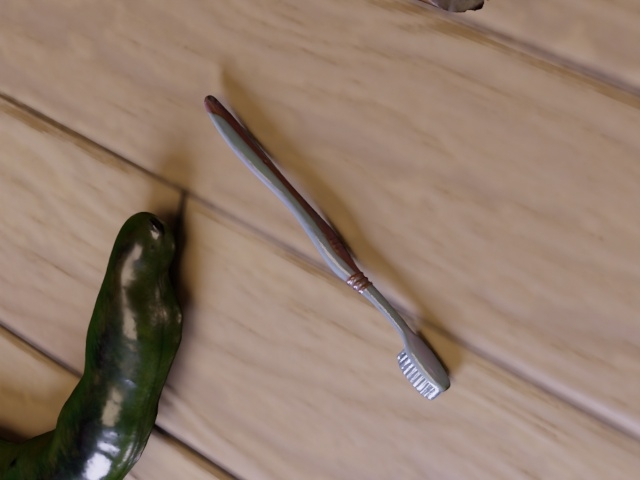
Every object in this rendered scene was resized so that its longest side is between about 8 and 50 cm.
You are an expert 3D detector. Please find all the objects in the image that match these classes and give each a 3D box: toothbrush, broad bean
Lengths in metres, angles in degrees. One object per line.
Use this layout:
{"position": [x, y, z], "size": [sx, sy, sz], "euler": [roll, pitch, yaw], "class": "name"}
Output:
{"position": [0.000, 0.000, 0.675], "size": [0.193, 0.013, 0.019], "euler": [52, 136, 14], "class": "toothbrush"}
{"position": [-0.162, 0.095, 0.802], "size": [0.292, 0.049, 0.144], "euler": [-28, 84, 39], "class": "broad bean"}

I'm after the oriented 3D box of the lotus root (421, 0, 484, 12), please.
{"position": [0.049, -0.159, 0.527], "size": [0.081, 0.122, 0.112], "euler": [38, 147, 31], "class": "lotus root"}
